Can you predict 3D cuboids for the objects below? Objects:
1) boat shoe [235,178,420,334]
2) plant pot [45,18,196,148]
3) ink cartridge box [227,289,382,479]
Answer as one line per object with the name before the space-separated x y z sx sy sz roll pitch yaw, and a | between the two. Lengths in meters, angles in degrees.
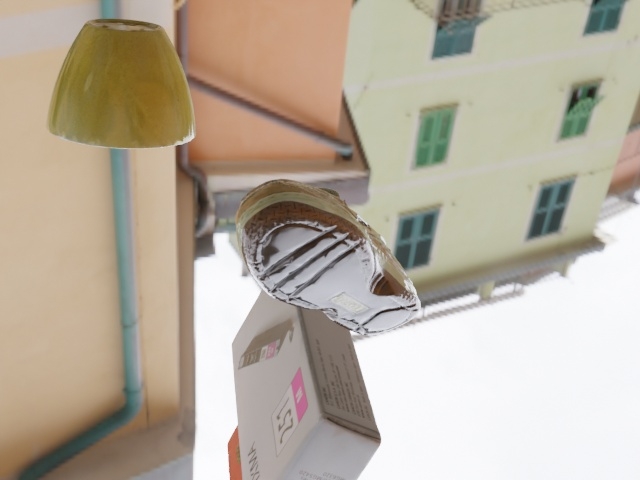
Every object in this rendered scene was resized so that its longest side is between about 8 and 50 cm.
boat shoe | 0.000 0.000 0.593 0.068 0.190 0.072 -23 -118 13
plant pot | -0.176 -0.145 0.882 0.134 0.095 0.134 6 -160 -2
ink cartridge box | -0.048 0.171 0.881 0.060 0.239 0.275 24 -159 -19
